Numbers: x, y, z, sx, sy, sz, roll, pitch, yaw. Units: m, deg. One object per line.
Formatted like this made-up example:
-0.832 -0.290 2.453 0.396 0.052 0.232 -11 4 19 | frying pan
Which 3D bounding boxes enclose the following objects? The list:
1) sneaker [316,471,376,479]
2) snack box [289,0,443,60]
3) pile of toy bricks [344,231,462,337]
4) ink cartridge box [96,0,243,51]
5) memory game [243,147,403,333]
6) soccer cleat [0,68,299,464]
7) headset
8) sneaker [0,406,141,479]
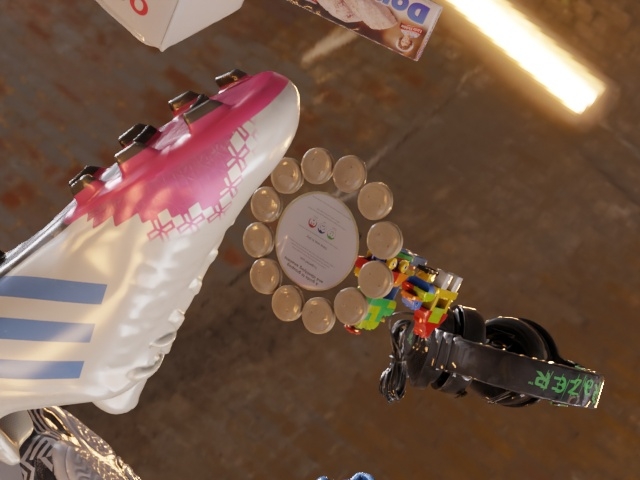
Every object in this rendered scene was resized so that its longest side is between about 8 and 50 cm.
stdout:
0.064 0.340 1.278 0.240 0.126 0.091 32 173 -31 | sneaker
0.039 -0.258 1.219 0.178 0.064 0.022 28 -169 14 | snack box
0.064 0.059 1.278 0.118 0.105 0.212 29 -174 30 | pile of toy bricks
-0.130 -0.352 0.944 0.223 0.307 0.129 42 -134 10 | ink cartridge box
0.000 0.000 1.126 0.186 0.186 0.012 45 -158 24 | memory game
-0.124 0.023 0.727 0.143 0.331 0.116 52 -161 -14 | soccer cleat
0.212 0.185 1.593 0.243 0.185 0.394 15 -179 -31 | headset
-0.291 0.214 0.920 0.366 0.210 0.137 43 176 -2 | sneaker
